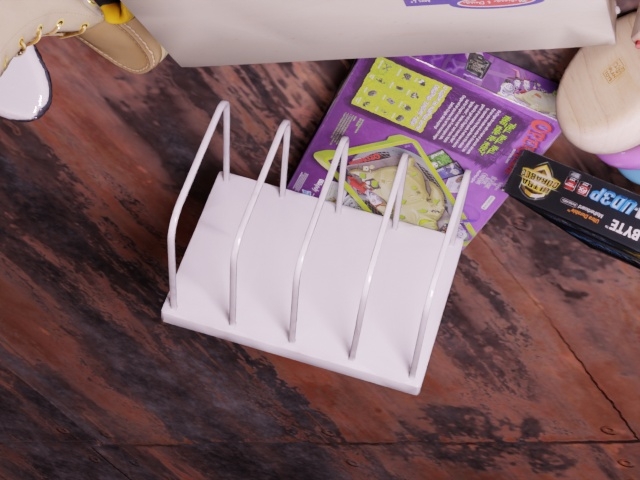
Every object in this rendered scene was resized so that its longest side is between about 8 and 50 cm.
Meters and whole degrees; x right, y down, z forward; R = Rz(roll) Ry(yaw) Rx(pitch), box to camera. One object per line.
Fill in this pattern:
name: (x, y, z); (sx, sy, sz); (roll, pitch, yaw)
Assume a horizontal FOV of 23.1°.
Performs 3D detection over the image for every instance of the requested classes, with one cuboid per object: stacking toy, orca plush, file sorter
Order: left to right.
orca plush: (-0.399, -0.223, 1.624); (0.287, 0.151, 0.102); (24, -177, -5)
file sorter: (0.000, 0.000, 1.583); (0.277, 0.193, 0.173); (16, 147, 6)
stacking toy: (0.365, -0.066, 1.421); (0.330, 0.141, 0.141); (35, 147, -32)

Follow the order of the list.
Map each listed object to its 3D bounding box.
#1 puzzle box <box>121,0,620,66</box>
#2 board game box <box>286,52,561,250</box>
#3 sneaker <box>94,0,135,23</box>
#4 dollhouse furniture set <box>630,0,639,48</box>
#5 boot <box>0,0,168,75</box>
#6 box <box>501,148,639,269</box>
puzzle box: (0.030, -0.225, 1.287); (0.408, 0.052, 0.272); (-1, 163, 15)
board game box: (0.098, -0.090, 1.610); (0.208, 0.056, 0.347); (27, 149, -4)
sneaker: (-0.237, -0.286, 1.432); (0.225, 0.093, 0.088); (36, 146, -25)
dollhouse furniture set: (0.362, -0.187, 1.217); (0.183, 0.129, 0.129); (-15, 136, 44)
boot: (-0.277, -0.195, 1.490); (0.095, 0.203, 0.262); (-14, 135, 44)
box: (0.304, -0.006, 1.480); (0.220, 0.051, 0.175); (28, 180, 45)
